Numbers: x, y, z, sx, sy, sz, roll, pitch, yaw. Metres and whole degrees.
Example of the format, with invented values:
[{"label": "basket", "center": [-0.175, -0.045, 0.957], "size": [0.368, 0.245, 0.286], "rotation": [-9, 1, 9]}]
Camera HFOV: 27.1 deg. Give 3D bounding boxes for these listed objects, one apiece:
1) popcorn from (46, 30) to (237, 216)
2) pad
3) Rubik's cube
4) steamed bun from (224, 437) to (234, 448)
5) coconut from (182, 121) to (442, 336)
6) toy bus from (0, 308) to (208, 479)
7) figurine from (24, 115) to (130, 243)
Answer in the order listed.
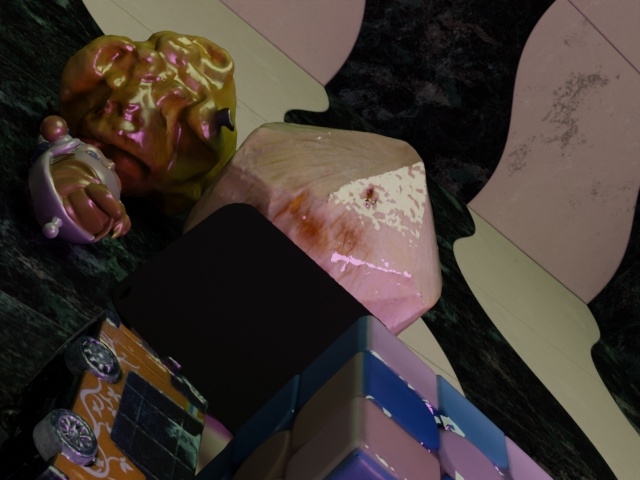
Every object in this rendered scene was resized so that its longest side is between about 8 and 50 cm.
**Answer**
[{"label": "popcorn", "center": [-0.247, -0.186, 2.113], "size": [0.316, 0.281, 0.297], "rotation": [-14, 100, -51]}, {"label": "pad", "center": [-0.067, 0.100, 1.799], "size": [0.375, 0.315, 0.063], "rotation": [43, -17, 36]}, {"label": "Rubik's cube", "center": [0.051, 0.352, 1.443], "size": [0.346, 0.344, 0.347], "rotation": [41, 15, -11]}, {"label": "steamed bun", "center": [-0.070, 0.306, 1.690], "size": [0.130, 0.091, 0.112], "rotation": [23, 18, -4]}, {"label": "coconut", "center": [0.000, 0.000, 2.038], "size": [0.415, 0.415, 0.344], "rotation": [37, 20, -32]}, {"label": "toy bus", "center": [-0.232, 0.230, 1.348], "size": [0.194, 0.162, 0.323], "rotation": [43, 18, -16]}, {"label": "figurine", "center": [-0.360, -0.094, 1.874], "size": [0.274, 0.133, 0.194], "rotation": [53, -7, 41]}]
